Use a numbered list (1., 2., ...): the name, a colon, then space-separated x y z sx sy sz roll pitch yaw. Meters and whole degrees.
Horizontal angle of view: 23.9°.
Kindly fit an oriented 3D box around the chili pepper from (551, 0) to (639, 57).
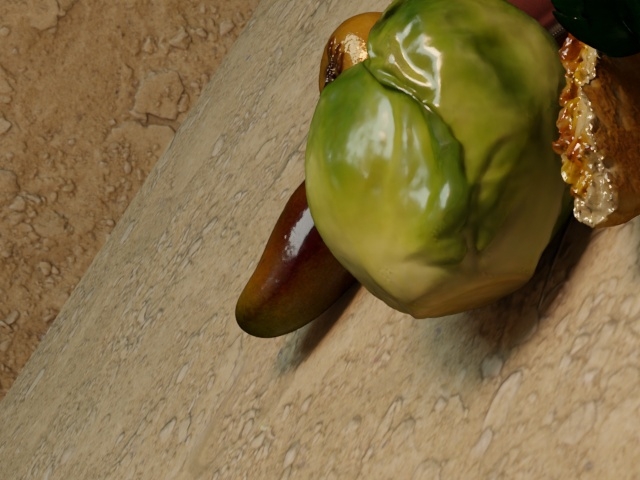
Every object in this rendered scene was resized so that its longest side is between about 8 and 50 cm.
1. chili pepper: 0.277 -0.235 1.073 0.248 0.257 0.233 -19 44 -2

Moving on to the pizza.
1. pizza: 0.235 -0.102 1.209 0.058 0.127 0.246 -33 43 39

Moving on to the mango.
1. mango: 0.000 0.000 1.706 0.267 0.111 0.133 -55 33 6

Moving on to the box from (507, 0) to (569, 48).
1. box: 0.244 -0.282 1.522 0.404 0.108 0.263 -36 27 52

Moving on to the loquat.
1. loquat: 0.064 -0.208 1.862 0.141 0.141 0.141 -50 18 24

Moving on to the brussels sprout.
1. brussels sprout: 0.111 -0.076 1.326 0.259 0.227 0.294 -33 57 53
